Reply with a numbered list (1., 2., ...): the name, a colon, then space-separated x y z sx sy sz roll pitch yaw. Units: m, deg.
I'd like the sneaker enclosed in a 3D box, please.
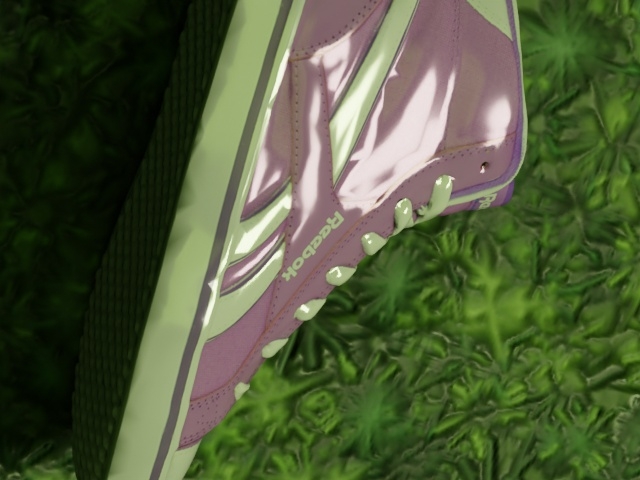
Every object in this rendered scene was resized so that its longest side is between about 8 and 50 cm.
1. sneaker: 0.000 0.000 0.662 0.161 0.102 0.282 17 101 -23
